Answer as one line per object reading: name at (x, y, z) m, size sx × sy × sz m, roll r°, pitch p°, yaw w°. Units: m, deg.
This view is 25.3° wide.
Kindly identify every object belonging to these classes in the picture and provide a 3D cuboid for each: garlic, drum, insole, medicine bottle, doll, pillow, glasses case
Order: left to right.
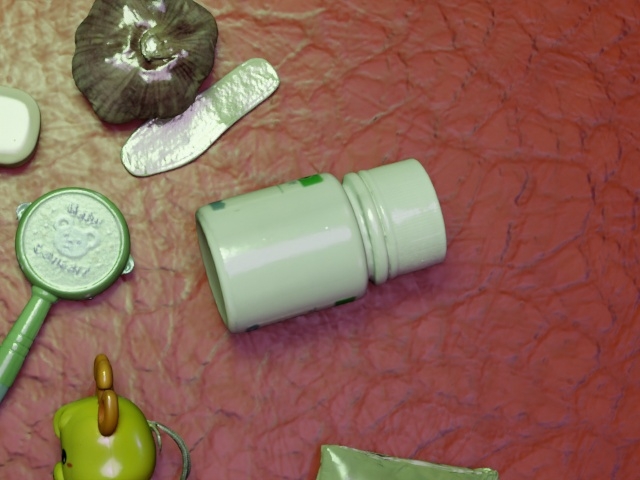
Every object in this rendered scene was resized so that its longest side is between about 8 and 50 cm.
glasses case at (-0.384, -0.125, 1.454) m, size 0.196 × 0.050 × 0.083 m, roll 8°, pitch 81°, yaw -8°
drum at (-0.267, 0.070, 1.452) m, size 0.130 × 0.049 × 0.253 m, roll 13°, pitch 82°, yaw -7°
doll at (-0.196, 0.222, 1.409) m, size 0.135 × 0.143 × 0.221 m, roll -11°, pitch 93°, yaw -8°
garlic at (-0.179, -0.196, 1.466) m, size 0.159 × 0.102 × 0.147 m, roll -36°, pitch 88°, yaw -10°
insole at (-0.126, -0.129, 1.515) m, size 0.192 × 0.010 × 0.063 m, roll -36°, pitch 90°, yaw -10°
medicine bottle at (0.000, 0.000, 1.458) m, size 0.237 × 0.139 × 0.139 m, roll -17°, pitch 87°, yaw -11°
pillow at (0.091, 0.284, 1.485) m, size 0.208 × 0.053 × 0.119 m, roll 9°, pitch 81°, yaw -5°
